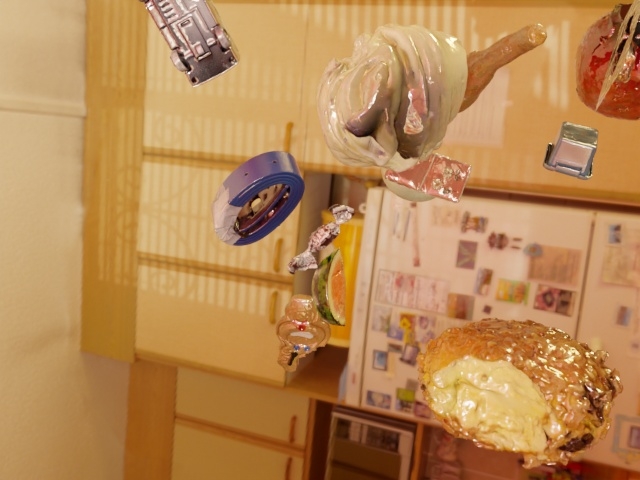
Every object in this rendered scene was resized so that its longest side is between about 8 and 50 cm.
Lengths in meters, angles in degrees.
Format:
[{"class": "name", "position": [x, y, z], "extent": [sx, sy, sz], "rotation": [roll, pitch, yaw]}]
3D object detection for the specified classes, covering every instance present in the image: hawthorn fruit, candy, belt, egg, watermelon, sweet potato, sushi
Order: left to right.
[{"class": "belt", "position": [-0.203, -0.130, 1.808], "extent": [0.212, 0.347, 0.117], "rotation": [25, -147, -41]}, {"class": "candy", "position": [0.000, 0.000, 1.431], "extent": [0.226, 0.051, 0.094], "rotation": [-50, -30, 14]}, {"class": "watermelon", "position": [0.034, 0.149, 1.713], "extent": [0.119, 0.063, 0.245], "rotation": [-10, -83, -44]}, {"class": "egg", "position": [0.320, -0.229, 1.944], "extent": [0.186, 0.253, 0.186], "rotation": [-37, 46, 51]}, {"class": "sweet potato", "position": [0.388, -0.416, 1.393], "extent": [0.385, 0.109, 0.109], "rotation": [140, 147, -65]}, {"class": "sushi", "position": [0.580, -0.362, 1.050], "extent": [0.193, 0.040, 0.210], "rotation": [53, -124, -73]}, {"class": "hawthorn fruit", "position": [0.776, -0.446, 1.394], "extent": [0.316, 0.316, 0.316], "rotation": [8, -90, -73]}]

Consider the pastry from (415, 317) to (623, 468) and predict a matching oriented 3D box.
[{"class": "pastry", "position": [0.431, 0.315, 1.238], "extent": [0.337, 0.405, 0.292], "rotation": [-12, -79, -51]}]

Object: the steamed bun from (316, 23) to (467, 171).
[{"class": "steamed bun", "position": [0.131, -0.262, 1.092], "extent": [0.320, 0.275, 0.206], "rotation": [-61, 13, 25]}]

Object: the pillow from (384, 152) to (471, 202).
[{"class": "pillow", "position": [0.313, -0.198, 1.656], "extent": [0.043, 0.232, 0.126], "rotation": [37, -107, -80]}]

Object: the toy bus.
[{"class": "toy bus", "position": [-0.298, -0.507, 1.268], "extent": [0.289, 0.139, 0.157], "rotation": [59, -169, -22]}]

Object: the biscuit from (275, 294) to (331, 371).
[{"class": "biscuit", "position": [-0.071, 0.327, 1.932], "extent": [0.320, 0.183, 0.047], "rotation": [-61, 1, 29]}]

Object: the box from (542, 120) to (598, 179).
[{"class": "box", "position": [0.396, -0.144, 0.888], "extent": [0.099, 0.074, 0.054], "rotation": [-52, -26, -50]}]
